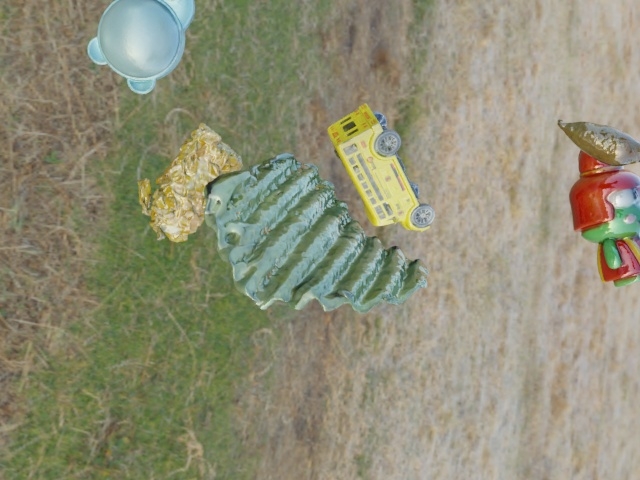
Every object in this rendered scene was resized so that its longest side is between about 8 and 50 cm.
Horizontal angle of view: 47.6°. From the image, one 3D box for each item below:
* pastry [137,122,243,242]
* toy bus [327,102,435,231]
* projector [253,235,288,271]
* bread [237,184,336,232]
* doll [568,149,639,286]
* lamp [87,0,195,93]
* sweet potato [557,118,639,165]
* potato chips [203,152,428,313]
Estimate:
[{"bbox_3d":[-0.278,-0.114,1.503,0.154,0.102,0.250,38,84,-24],"label":"pastry"},{"bbox_3d":[0.147,-0.150,1.735,0.330,0.152,0.144,59,5,-32],"label":"toy bus"},{"bbox_3d":[-0.093,0.045,1.739,0.147,0.115,0.061,35,75,-34],"label":"projector"},{"bbox_3d":[-0.069,-0.069,1.635,0.239,0.074,0.093,-16,145,-26],"label":"bread"},{"bbox_3d":[0.648,-0.077,1.634,0.182,0.160,0.363,-8,87,-42],"label":"doll"},{"bbox_3d":[-0.425,-0.521,1.789,0.209,0.147,0.284,37,77,-6],"label":"lamp"},{"bbox_3d":[0.599,-0.180,1.440,0.075,0.269,0.075,-52,156,-36],"label":"sweet potato"},{"bbox_3d":[-0.006,0.000,1.289,0.389,0.373,0.097,-17,146,-49],"label":"potato chips"}]
